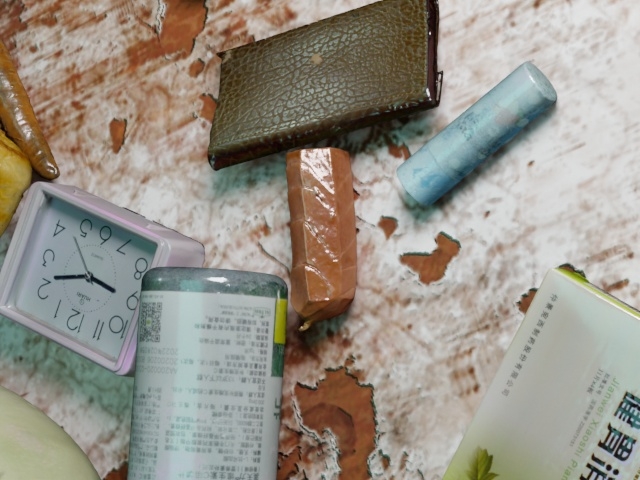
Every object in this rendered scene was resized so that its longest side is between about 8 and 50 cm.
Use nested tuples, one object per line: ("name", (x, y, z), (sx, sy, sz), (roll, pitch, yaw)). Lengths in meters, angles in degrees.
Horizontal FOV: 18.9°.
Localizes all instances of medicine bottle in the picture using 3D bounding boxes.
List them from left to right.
("medicine bottle", (-0.108, 0.175, 1.800), (0.141, 0.141, 0.293), (1, 85, 31))

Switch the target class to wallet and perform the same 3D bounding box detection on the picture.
("wallet", (0.004, -0.151, 1.820), (0.243, 0.039, 0.132), (-16, 57, 29))

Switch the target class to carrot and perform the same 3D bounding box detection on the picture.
("carrot", (-0.323, -0.138, 2.019), (0.047, 0.047, 0.191), (-36, 69, 23))

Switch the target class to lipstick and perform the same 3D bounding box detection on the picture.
("lipstick", (0.141, -0.096, 1.737), (0.158, 0.048, 0.048), (-40, 66, 21))

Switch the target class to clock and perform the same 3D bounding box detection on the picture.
("clock", (-0.225, 0.037, 1.931), (0.197, 0.063, 0.150), (24, 98, 31))

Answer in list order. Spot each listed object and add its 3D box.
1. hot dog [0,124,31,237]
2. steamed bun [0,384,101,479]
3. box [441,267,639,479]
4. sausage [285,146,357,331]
("hot dog", (-0.416, -0.100, 1.978), (0.150, 0.153, 0.256), (-57, 45, 13))
("steamed bun", (-0.395, 0.298, 1.904), (0.312, 0.233, 0.333), (31, 99, 29))
("box", (0.220, 0.177, 1.651), (0.175, 0.062, 0.260), (32, 100, 30))
("sausage", (0.001, 0.000, 1.800), (0.065, 0.065, 0.169), (-7, 81, 30))
